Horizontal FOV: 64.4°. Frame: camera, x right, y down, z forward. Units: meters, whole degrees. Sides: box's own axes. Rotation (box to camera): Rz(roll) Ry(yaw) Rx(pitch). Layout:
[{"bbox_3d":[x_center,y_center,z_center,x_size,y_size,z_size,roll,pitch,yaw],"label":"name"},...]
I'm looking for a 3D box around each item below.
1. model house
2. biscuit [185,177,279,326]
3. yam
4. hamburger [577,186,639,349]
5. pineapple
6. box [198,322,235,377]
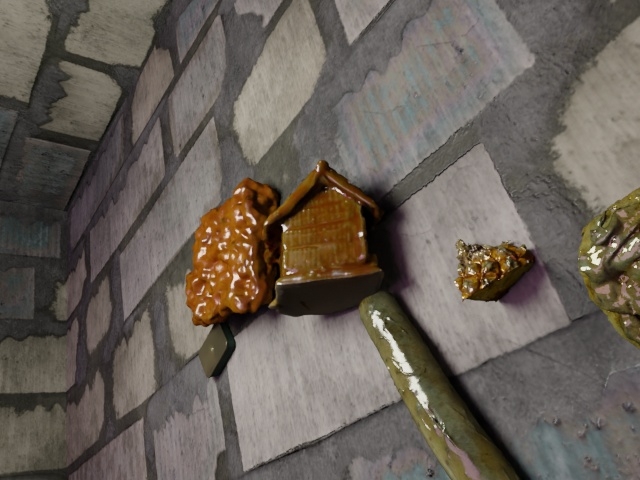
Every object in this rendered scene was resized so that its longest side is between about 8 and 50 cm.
[{"bbox_3d":[0.000,0.002,0.907,0.199,0.219,0.229,85,-176,-69],"label":"model house"},{"bbox_3d":[-0.211,0.034,1.188,0.312,0.110,0.318,-24,62,47],"label":"biscuit"},{"bbox_3d":[0.157,0.221,0.726,0.083,0.083,0.371,-58,43,25],"label":"yam"},{"bbox_3d":[0.370,0.032,0.487,0.183,0.130,0.206,-48,67,35],"label":"hamburger"},{"bbox_3d":[0.227,0.036,0.703,0.114,0.077,0.114,-31,38,2],"label":"pineapple"},{"bbox_3d":[-0.256,0.270,1.256,0.126,0.031,0.091,-60,43,22],"label":"box"}]
